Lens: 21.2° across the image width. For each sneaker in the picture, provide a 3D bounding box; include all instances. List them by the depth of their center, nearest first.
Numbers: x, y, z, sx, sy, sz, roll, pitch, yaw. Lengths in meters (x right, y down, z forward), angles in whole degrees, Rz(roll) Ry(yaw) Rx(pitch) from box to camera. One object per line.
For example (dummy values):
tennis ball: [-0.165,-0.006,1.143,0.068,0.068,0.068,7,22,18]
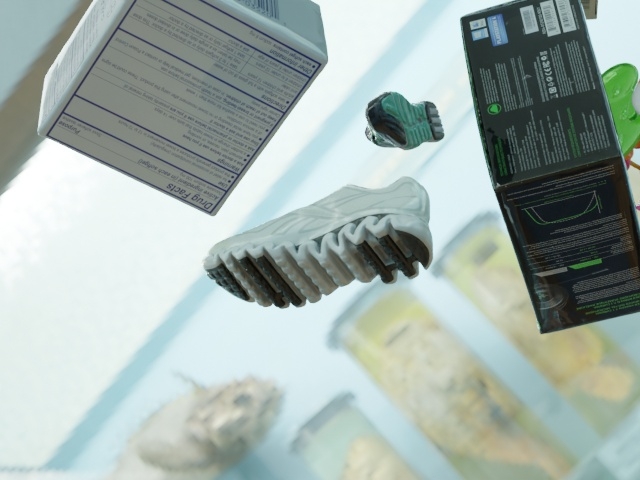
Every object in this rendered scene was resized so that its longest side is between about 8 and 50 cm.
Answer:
sneaker: [0.000,0.000,2.008,0.292,0.118,0.110,-11,-44,23]
sneaker: [0.094,-0.155,2.412,0.098,0.083,0.224,-17,-9,24]

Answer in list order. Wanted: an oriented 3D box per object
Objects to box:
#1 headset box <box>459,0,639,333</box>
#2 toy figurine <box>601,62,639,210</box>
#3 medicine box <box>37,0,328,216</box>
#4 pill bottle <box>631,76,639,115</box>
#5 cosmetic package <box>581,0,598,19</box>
headset box: [0.253,-0.076,1.804,0.131,0.246,0.283,-14,-39,10]
toy figurine: [0.399,-0.109,2.126,0.130,0.173,0.159,-19,-46,42]
medicine box: [-0.178,-0.218,2.191,0.263,0.149,0.289,26,-59,-22]
pill bottle: [0.444,-0.253,1.482,0.224,0.224,0.392,4,-70,-57]
cosmetic package: [0.377,-0.363,2.482,0.041,0.115,0.060,0,-65,3]
